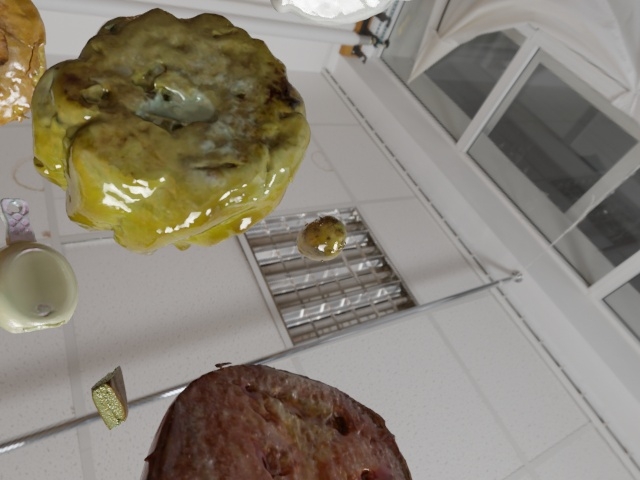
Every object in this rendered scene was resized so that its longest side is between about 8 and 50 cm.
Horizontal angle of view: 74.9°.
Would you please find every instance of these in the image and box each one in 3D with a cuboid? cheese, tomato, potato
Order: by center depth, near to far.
[{"bbox_3d":[-0.047,0.304,0.435,0.338,0.144,0.338,26,-152,-15],"label":"tomato"},{"bbox_3d":[-0.486,0.037,0.691,0.137,0.064,0.227,-4,-106,-62],"label":"cheese"},{"bbox_3d":[0.000,0.000,1.269,0.137,0.176,0.137,19,-132,-23],"label":"potato"}]

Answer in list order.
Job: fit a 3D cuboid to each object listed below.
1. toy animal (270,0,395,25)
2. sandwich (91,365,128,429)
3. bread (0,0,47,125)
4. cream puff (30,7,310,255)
[{"bbox_3d":[0.033,-0.332,0.401,0.140,0.138,0.282,35,-123,-31],"label":"toy animal"},{"bbox_3d":[-0.274,0.196,0.541,0.031,0.044,0.083,-27,-127,-9],"label":"sandwich"},{"bbox_3d":[-0.753,-0.388,0.835,0.358,0.204,0.337,11,-92,-25],"label":"bread"},{"bbox_3d":[-0.184,-0.120,0.569,0.291,0.257,0.324,30,-121,-8],"label":"cream puff"}]
